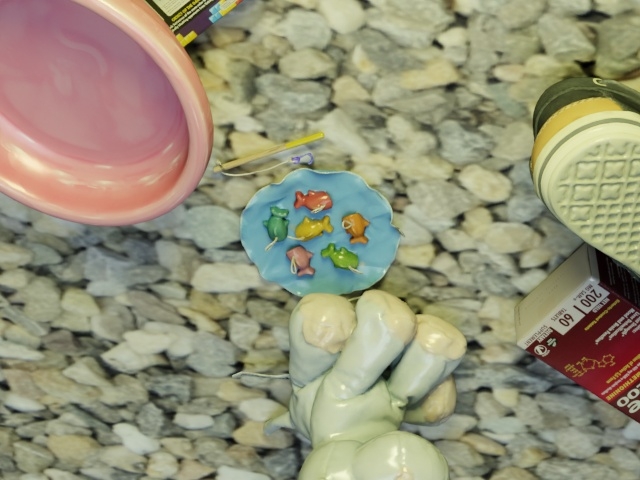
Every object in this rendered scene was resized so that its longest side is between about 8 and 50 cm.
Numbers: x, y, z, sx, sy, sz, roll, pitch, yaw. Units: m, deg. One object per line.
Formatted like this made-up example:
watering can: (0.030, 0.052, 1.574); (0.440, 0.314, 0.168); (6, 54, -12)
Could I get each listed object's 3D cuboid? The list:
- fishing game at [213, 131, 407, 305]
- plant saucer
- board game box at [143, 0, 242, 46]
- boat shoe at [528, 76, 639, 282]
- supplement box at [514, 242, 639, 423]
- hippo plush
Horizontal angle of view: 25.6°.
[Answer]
fishing game: (0.000, 0.000, 1.606); (0.189, 0.041, 0.264); (-12, 124, 16)
plant saucer: (-0.260, -0.159, 1.450); (0.332, 0.084, 0.332); (13, 137, 12)
board game box: (-0.160, -0.270, 1.422); (0.170, 0.048, 0.141); (-33, 114, 26)
boat shoe: (0.394, -0.009, 1.499); (0.187, 0.156, 0.500); (-40, 125, 21)
supplement box: (0.357, 0.121, 1.638); (0.239, 0.073, 0.130); (32, 122, -18)
hippo plush: (0.031, 0.212, 1.615); (0.294, 0.237, 0.234); (-13, 132, 13)
